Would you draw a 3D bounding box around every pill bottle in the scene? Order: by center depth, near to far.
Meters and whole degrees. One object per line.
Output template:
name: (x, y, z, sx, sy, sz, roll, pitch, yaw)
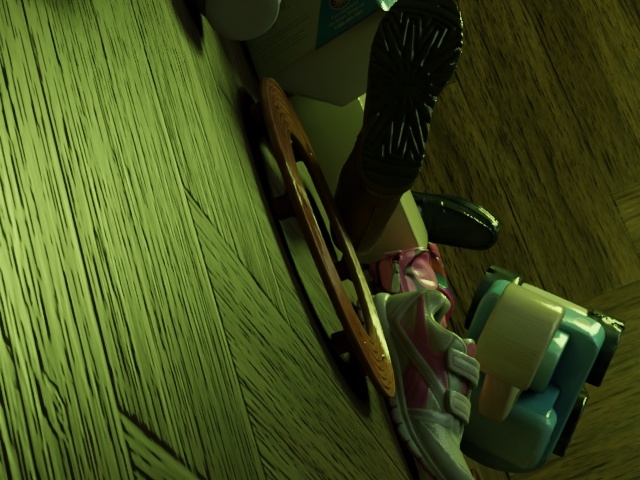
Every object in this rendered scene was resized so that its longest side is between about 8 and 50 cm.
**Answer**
pill bottle: (-0.079, -0.248, 1.379, 0.160, 0.087, 0.087, -104, 170, -54)

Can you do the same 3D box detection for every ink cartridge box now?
ink cartridge box: (0.007, -0.300, 1.700, 0.168, 0.171, 0.232, 8, 58, -55)

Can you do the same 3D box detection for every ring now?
ring: (0.000, 0.000, 1.489, 0.336, 0.032, 0.336, -21, 90, -83)

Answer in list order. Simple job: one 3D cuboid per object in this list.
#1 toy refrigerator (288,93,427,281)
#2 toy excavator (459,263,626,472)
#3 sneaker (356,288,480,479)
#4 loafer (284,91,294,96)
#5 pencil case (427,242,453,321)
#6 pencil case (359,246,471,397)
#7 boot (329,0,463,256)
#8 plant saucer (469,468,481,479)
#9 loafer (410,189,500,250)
toy refrigerator: (0.048, -0.091, 1.958, 0.102, 0.094, 0.269, -79, 147, -66)
toy excavator: (0.270, 0.190, 2.087, 0.445, 0.222, 0.433, -50, 161, -57)
sneaker: (0.128, 0.158, 1.680, 0.103, 0.111, 0.252, 51, 19, -71)
loafer: (-0.021, -0.254, 1.890, 0.268, 0.092, 0.102, -95, 163, -70)
pencil case: (0.118, 0.035, 2.123, 0.236, 0.104, 0.104, -106, 172, -58)
pencil case: (0.121, 0.114, 1.878, 0.098, 0.095, 0.209, 81, -9, -75)
boot: (0.070, -0.122, 1.648, 0.269, 0.089, 0.236, 113, -4, -76)
plant saucer: (0.228, 0.410, 2.056, 0.200, 0.037, 0.200, -21, 90, -85)
loafer: (0.135, -0.030, 2.074, 0.078, 0.223, 0.076, -69, 177, -55)
